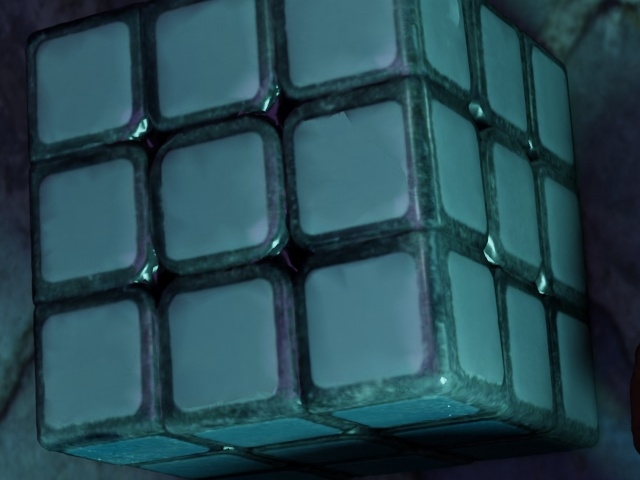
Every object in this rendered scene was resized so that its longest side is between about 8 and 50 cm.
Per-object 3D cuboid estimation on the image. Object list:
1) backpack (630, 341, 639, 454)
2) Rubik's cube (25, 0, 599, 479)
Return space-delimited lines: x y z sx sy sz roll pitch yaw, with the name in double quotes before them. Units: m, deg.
"backpack" 0.303 0.067 1.234 0.229 0.139 0.229 -6 76 26
"Rubik's cube" 0.000 0.000 1.318 0.301 0.305 0.303 -11 75 26
